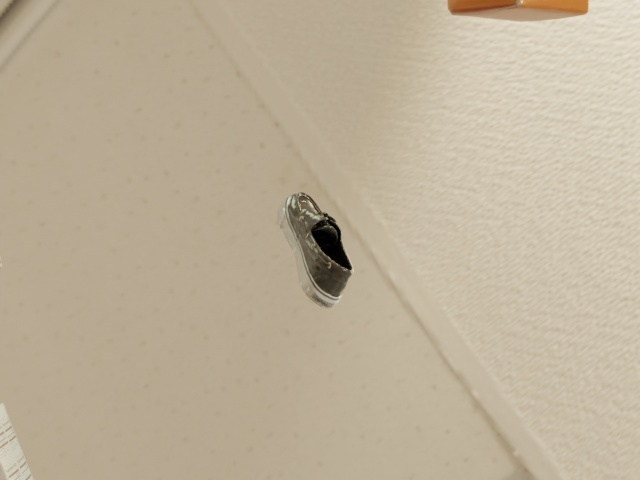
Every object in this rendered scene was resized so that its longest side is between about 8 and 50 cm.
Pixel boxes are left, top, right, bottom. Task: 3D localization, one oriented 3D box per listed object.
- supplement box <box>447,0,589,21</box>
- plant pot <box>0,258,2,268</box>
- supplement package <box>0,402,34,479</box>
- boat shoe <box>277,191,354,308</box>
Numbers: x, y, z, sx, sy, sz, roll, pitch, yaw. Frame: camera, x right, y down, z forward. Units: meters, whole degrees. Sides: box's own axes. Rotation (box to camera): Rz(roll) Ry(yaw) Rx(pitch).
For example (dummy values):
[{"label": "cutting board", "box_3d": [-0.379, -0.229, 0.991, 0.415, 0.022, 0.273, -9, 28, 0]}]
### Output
[{"label": "supplement box", "box_3d": [0.144, -0.277, 0.951, 0.080, 0.078, 0.234, 3, -86, 54]}, {"label": "plant pot", "box_3d": [-0.301, 0.008, 0.890, 0.109, 0.096, 0.109, -33, -92, 28]}, {"label": "supplement package", "box_3d": [-0.459, 0.336, 1.664, 0.194, 0.149, 0.203, -22, -90, -3]}, {"label": "boat shoe", "box_3d": [0.000, 0.000, 1.131, 0.040, 0.049, 0.142, -51, -147, 24]}]
